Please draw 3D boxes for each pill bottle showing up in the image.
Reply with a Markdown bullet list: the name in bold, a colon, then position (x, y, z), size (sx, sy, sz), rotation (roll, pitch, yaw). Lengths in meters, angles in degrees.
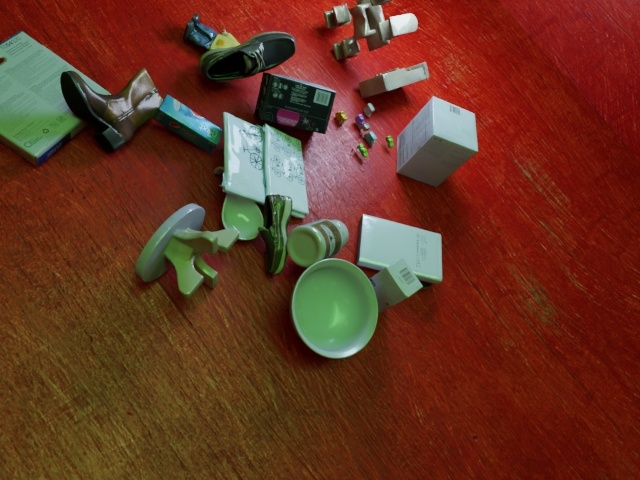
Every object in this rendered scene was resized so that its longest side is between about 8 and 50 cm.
- **pill bottle**: position (0.000, 0.000, 1.613), size (0.131, 0.131, 0.229), rotation (54, 28, 7)

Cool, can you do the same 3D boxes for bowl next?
- **bowl**: position (0.018, 0.209, 1.536), size (0.297, 0.134, 0.298), rotation (7, 76, -29)

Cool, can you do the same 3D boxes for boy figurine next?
- **boy figurine**: position (-0.363, -0.711, 1.861), size (0.285, 0.092, 0.177), rotation (29, 53, -7)

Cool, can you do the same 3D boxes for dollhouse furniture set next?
- **dollhouse furniture set**: position (0.262, -0.823, 2.072), size (0.256, 0.362, 0.394), rotation (-26, 106, -32)

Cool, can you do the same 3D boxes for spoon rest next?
- **spoon rest**: position (-0.272, -0.127, 1.614), size (0.137, 0.084, 0.276), rotation (-13, 71, -30)

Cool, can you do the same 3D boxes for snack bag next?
- **snack bag**: position (-0.185, -0.259, 1.690), size (0.342, 0.037, 0.323), rotation (18, 57, -39)

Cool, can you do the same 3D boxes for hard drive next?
- **hard drive**: position (0.285, 0.030, 1.796), size (0.307, 0.040, 0.203), rotation (14, 56, -9)

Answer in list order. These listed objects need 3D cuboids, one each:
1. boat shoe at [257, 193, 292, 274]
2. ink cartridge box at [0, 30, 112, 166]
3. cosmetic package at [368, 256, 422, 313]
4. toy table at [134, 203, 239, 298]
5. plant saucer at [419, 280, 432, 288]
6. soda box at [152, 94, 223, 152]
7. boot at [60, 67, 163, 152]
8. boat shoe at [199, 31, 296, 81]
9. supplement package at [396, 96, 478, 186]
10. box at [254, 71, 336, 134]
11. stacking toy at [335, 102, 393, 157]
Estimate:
- **boat shoe**: position (-0.157, -0.022, 1.587), size (0.095, 0.095, 0.258), rotation (12, 75, -30)
- **ink cartridge box**: position (-0.860, -0.424, 1.487), size (0.330, 0.071, 0.324), rotation (35, 56, -4)
- **cosmetic package**: position (0.212, 0.155, 1.614), size (0.085, 0.231, 0.117), rotation (-28, 79, -34)
- **toy table**: position (-0.364, 0.035, 1.412), size (0.160, 0.252, 0.274), rotation (28, 65, 9)
- **plant saucer**: position (0.342, 0.101, 1.829), size (0.168, 0.029, 0.169), rotation (12, 60, -21)
- **soda box**: position (-0.432, -0.380, 1.648), size (0.210, 0.067, 0.071), rotation (31, 55, -24)
- **boot**: position (-0.614, -0.450, 1.534), size (0.264, 0.096, 0.280), rotation (58, 47, -32)
- **boat shoe**: position (-0.250, -0.632, 1.779), size (0.355, 0.132, 0.130), rotation (-19, 41, 0)
- **supplement package**: position (0.451, -0.382, 1.982), size (0.199, 0.263, 0.198), rotation (16, 59, -18)
- **box**: position (-0.095, -0.496, 1.813), size (0.247, 0.142, 0.163), rotation (8, 107, -23)
- **stacking toy**: position (0.179, -0.440, 2.013), size (0.167, 0.052, 0.221), rotation (-24, 79, -31)
